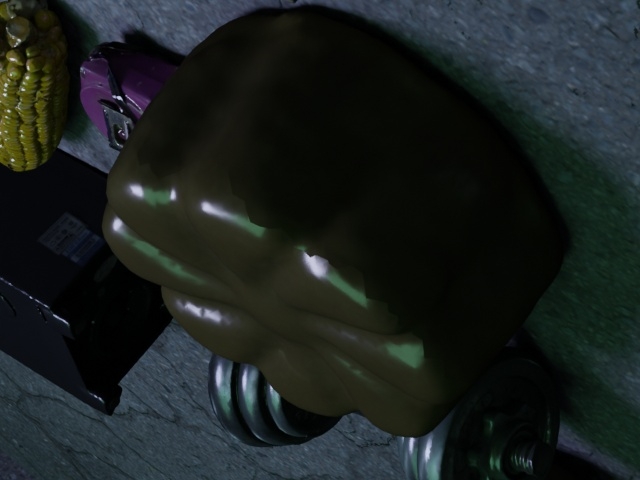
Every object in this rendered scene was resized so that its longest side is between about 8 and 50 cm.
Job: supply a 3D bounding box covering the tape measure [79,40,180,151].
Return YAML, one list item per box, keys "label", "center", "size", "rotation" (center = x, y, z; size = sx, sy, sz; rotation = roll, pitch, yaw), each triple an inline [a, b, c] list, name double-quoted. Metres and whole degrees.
- label: "tape measure"
  center: [-0.166, -0.128, 1.655]
  size: [0.118, 0.074, 0.125]
  rotation: [24, 152, 31]

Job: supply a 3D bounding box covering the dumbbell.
- label: "dumbbell"
  center: [0.055, 0.153, 1.727]
  size: [0.406, 0.179, 0.179]
  rotation: [17, 149, 42]

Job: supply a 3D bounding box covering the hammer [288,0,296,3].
- label: "hammer"
  center: [-0.054, -0.271, 1.293]
  size: [0.058, 0.029, 0.292]
  rotation: [27, 156, 29]

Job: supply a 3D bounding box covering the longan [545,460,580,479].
- label: "longan"
  center: [0.210, 0.299, 1.799]
  size: [0.204, 0.159, 0.185]
  rotation: [29, 159, -14]

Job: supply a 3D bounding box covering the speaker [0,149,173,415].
- label: "speaker"
  center: [-0.299, 0.037, 2.022]
  size: [0.254, 0.184, 0.232]
  rotation: [29, 155, 25]

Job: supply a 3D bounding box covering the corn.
- label: "corn"
  center: [-0.301, -0.145, 1.796]
  size: [0.101, 0.101, 0.291]
  rotation: [37, 158, 3]

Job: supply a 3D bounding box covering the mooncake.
- label: "mooncake"
  center: [0.000, 0.000, 1.494]
  size: [0.378, 0.201, 0.378]
  rotation: [32, 157, 15]
